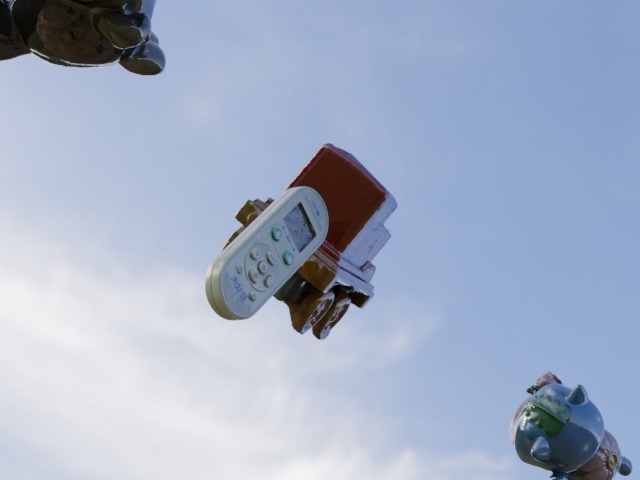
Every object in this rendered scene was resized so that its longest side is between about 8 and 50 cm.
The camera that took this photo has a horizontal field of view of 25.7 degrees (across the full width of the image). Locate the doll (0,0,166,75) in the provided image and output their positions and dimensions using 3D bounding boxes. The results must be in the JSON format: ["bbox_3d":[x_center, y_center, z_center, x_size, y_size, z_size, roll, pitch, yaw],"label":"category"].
[{"bbox_3d":[-0.333,-0.345,1.671,0.379,0.252,0.382,-15,-39,-22],"label":"doll"}]

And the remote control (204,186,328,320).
[{"bbox_3d":[-0.062,0.014,1.617,0.042,0.221,0.078,-8,-63,39],"label":"remote control"}]

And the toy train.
[{"bbox_3d":[0.000,0.000,1.917,0.163,0.231,0.369,42,2,13],"label":"toy train"}]

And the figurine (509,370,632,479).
[{"bbox_3d":[0.275,0.225,1.600,0.178,0.114,0.144,43,0,-37],"label":"figurine"}]
